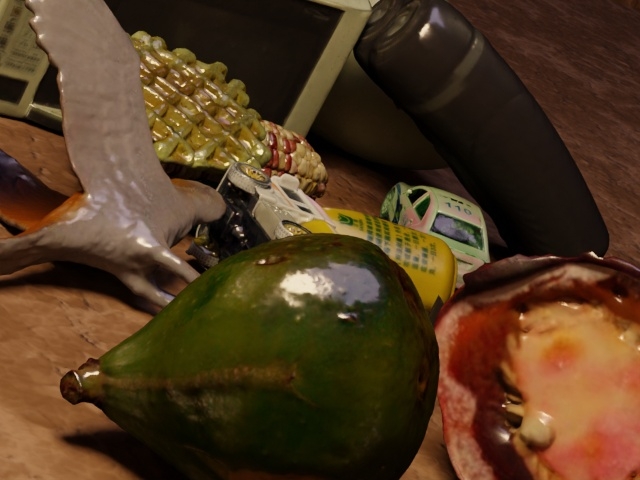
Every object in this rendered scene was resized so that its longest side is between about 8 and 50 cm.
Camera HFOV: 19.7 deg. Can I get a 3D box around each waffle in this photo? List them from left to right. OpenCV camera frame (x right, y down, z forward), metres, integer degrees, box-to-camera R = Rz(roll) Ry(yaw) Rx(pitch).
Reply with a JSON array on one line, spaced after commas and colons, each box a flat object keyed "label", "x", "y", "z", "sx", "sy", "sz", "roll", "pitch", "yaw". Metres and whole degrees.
[{"label": "waffle", "x": -0.127, "y": -0.123, "z": 1.635, "sx": 0.183, "sy": 0.036, "sz": 0.169, "roll": 11, "pitch": 41, "yaw": -41}]

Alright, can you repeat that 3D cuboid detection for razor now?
[{"label": "razor", "x": 0.172, "y": -0.109, "z": 1.908, "sx": 0.349, "sy": 0.113, "sz": 0.204, "roll": 50, "pitch": -2, "yaw": -20}]

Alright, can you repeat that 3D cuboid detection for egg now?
[{"label": "egg", "x": 0.070, "y": -0.199, "z": 2.101, "sx": 0.295, "sy": 0.218, "sz": 0.218, "roll": 39, "pitch": 20, "yaw": 6}]

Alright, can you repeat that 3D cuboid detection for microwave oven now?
[{"label": "microwave oven", "x": -0.199, "y": -0.261, "z": 1.880, "sx": 0.394, "sy": 0.247, "sz": 0.333, "roll": 11, "pitch": 24, "yaw": -37}]

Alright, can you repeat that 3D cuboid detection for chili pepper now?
[{"label": "chili pepper", "x": 0.250, "y": 0.107, "z": 1.452, "sx": 0.251, "sy": 0.229, "sz": 0.305, "roll": -7, "pitch": 2, "yaw": 29}]

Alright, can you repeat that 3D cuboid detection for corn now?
[{"label": "corn", "x": -0.106, "y": -0.079, "z": 1.733, "sx": 0.289, "sy": 0.098, "sz": 0.098, "roll": 6, "pitch": 26, "yaw": -44}]

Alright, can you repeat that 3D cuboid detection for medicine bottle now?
[{"label": "medicine bottle", "x": 0.000, "y": 0.000, "z": 1.692, "sx": 0.260, "sy": 0.064, "sz": 0.095, "roll": 18, "pitch": 38, "yaw": -16}]

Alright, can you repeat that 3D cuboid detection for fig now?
[{"label": "fig", "x": -0.044, "y": 0.086, "z": 1.218, "sx": 0.244, "sy": 0.195, "sz": 0.195, "roll": 5, "pitch": 17, "yaw": 5}]

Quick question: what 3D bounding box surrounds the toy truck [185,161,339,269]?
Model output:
[{"label": "toy truck", "x": -0.018, "y": 0.029, "z": 1.542, "sx": 0.114, "sy": 0.098, "sz": 0.227, "roll": 16, "pitch": 22, "yaw": -35}]

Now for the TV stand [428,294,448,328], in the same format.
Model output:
[{"label": "TV stand", "x": 0.215, "y": 0.115, "z": 1.675, "sx": 0.256, "sy": 0.049, "sz": 0.040, "roll": 19, "pitch": 18, "yaw": -16}]

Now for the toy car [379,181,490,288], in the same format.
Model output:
[{"label": "toy car", "x": 0.121, "y": -0.013, "z": 1.872, "sx": 0.090, "sy": 0.076, "sz": 0.224, "roll": 19, "pitch": 19, "yaw": -11}]

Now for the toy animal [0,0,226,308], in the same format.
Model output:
[{"label": "toy animal", "x": -0.193, "y": -0.022, "z": 1.423, "sx": 0.302, "sy": 0.225, "sz": 0.284, "roll": 35, "pitch": 36, "yaw": -4}]
